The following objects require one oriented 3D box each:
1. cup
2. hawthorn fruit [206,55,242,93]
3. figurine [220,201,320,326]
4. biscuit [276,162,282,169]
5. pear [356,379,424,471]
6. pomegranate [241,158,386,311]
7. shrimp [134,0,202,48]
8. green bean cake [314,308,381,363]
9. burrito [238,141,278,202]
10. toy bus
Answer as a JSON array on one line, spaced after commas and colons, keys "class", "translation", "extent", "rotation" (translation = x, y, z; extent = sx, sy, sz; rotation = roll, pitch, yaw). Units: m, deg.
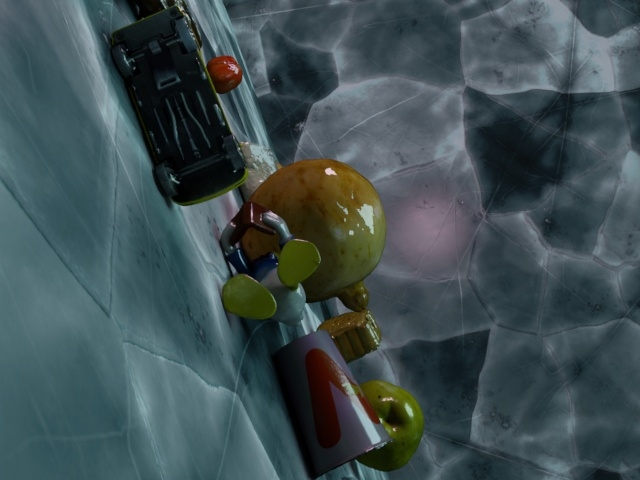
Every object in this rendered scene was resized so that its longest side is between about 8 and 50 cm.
[{"class": "cup", "translation": [0.016, 0.358, 1.584], "extent": [0.288, 0.203, 0.203], "rotation": [63, 1, 18]}, {"class": "hawthorn fruit", "translation": [-0.305, -0.522, 2.214], "extent": [0.128, 0.128, 0.128], "rotation": [-21, 90, -87]}, {"class": "figurine", "translation": [-0.128, 0.067, 1.492], "extent": [0.338, 0.205, 0.283], "rotation": [94, -29, -68]}, {"class": "biscuit", "translation": [-0.145, -0.133, 2.255], "extent": [0.213, 0.091, 0.274], "rotation": [118, -36, -55]}, {"class": "pear", "translation": [0.200, 0.599, 2.299], "extent": [0.294, 0.294, 0.294], "rotation": [-21, 90, -87]}, {"class": "pomegranate", "translation": [0.000, 0.000, 1.773], "extent": [0.410, 0.410, 0.409], "rotation": [-21, 90, -87]}, {"class": "shrimp", "translation": [-0.392, -0.602, 1.515], "extent": [0.445, 0.110, 0.221], "rotation": [65, -5, -11]}, {"class": "green bean cake", "translation": [0.089, 0.336, 2.467], "extent": [0.224, 0.230, 0.131], "rotation": [-70, 138, -79]}, {"class": "burrito", "translation": [-0.170, -0.151, 2.074], "extent": [0.143, 0.105, 0.299], "rotation": [-19, 90, -52]}, {"class": "toy bus", "translation": [-0.235, -0.220, 1.223], "extent": [0.152, 0.144, 0.330], "rotation": [52, 16, -83]}]
